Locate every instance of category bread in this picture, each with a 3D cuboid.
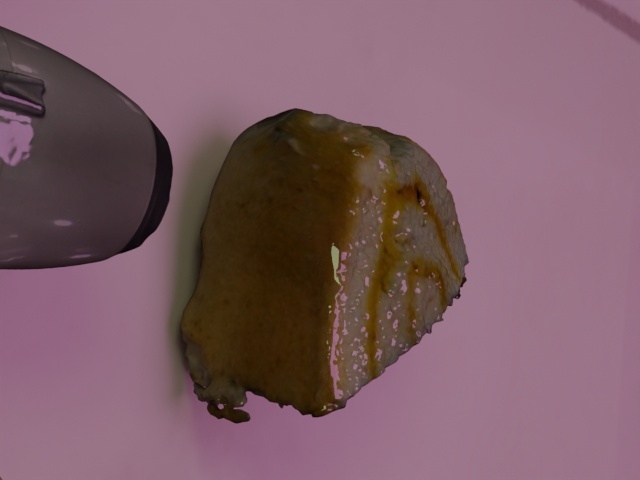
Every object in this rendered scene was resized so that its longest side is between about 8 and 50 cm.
[{"bbox_3d":[-0.003,0.001,0.876,0.156,0.103,0.110,-47,129,-52],"label":"bread"}]

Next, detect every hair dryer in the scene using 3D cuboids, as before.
[{"bbox_3d":[-0.180,-0.110,0.686,0.229,0.092,0.267,-6,72,-43],"label":"hair dryer"}]

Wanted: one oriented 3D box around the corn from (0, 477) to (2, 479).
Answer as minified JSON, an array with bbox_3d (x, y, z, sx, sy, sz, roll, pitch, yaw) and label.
[{"bbox_3d":[-0.145,0.105,0.708,0.072,0.072,0.203,-24,105,-51],"label":"corn"}]
